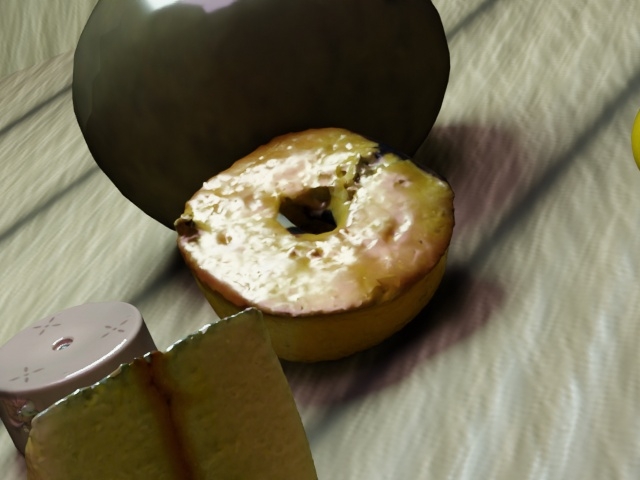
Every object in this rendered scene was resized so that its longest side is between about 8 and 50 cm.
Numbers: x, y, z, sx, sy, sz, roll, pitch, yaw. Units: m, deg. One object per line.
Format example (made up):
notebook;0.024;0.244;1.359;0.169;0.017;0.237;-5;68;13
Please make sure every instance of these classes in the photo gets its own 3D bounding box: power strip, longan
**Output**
power strip;-0.216;0.124;1.355;0.154;0.078;0.154;-16;25;8
longan;-0.061;-0.175;1.597;0.404;0.336;0.404;-25;-22;-11

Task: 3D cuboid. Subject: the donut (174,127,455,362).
donut;-0.002;-0.001;1.354;0.253;0.118;0.253;-10;36;7

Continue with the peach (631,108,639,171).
peach;0.360;-0.092;1.327;0.179;0.103;0.179;-15;21;6

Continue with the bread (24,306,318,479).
bread;-0.097;0.164;0.912;0.168;0.264;0.163;-25;23;-28
